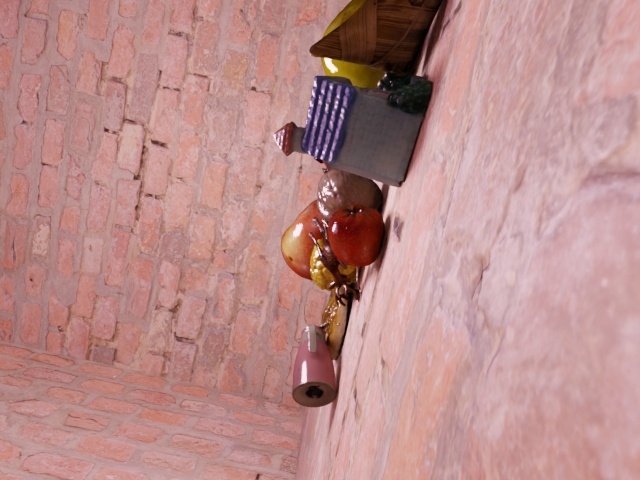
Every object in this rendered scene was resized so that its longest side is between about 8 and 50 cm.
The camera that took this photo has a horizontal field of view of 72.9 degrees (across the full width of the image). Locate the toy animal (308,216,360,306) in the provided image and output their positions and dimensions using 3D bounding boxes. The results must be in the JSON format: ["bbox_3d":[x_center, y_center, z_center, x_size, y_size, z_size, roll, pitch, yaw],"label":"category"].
[{"bbox_3d":[0.036,0.071,1.299,0.243,0.087,0.260,64,-178,-76],"label":"toy animal"}]

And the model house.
[{"bbox_3d":[0.062,-0.294,1.047,0.295,0.328,0.252,-81,-1,-62],"label":"model house"}]

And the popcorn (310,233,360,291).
[{"bbox_3d":[0.045,0.062,1.507,0.226,0.200,0.203,50,-162,-40],"label":"popcorn"}]

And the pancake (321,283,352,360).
[{"bbox_3d":[0.062,0.273,1.712,0.387,0.081,0.388,-167,90,-85],"label":"pancake"}]

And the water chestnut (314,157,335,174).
[{"bbox_3d":[0.109,-0.374,2.074,0.300,0.299,0.301,12,-90,-90],"label":"water chestnut"}]

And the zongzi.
[{"bbox_3d":[0.130,-0.514,0.958,0.134,0.287,0.286,58,141,33],"label":"zongzi"}]

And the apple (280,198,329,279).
[{"bbox_3d":[0.000,0.000,1.826,0.348,0.277,0.348,-47,2,2],"label":"apple"}]

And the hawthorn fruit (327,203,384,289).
[{"bbox_3d":[0.096,0.012,1.140,0.163,0.162,0.204,-77,-15,-62],"label":"hawthorn fruit"}]

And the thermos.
[{"bbox_3d":[-0.023,0.409,1.492,0.265,0.145,0.177,-92,1,-51],"label":"thermos"}]

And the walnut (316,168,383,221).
[{"bbox_3d":[0.091,-0.126,1.338,0.224,0.223,0.225,12,-90,-90],"label":"walnut"}]

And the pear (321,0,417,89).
[{"bbox_3d":[0.157,-0.572,1.241,0.288,0.287,0.375,-77,15,-47],"label":"pear"}]
